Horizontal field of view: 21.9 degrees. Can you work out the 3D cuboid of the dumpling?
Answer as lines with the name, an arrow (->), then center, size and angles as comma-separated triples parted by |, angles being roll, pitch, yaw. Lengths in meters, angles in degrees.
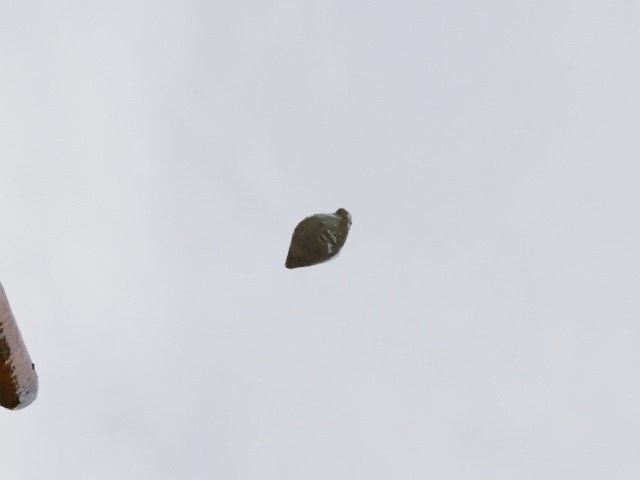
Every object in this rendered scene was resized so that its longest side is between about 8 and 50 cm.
dumpling -> -0.001, -0.002, 1.690 | 0.057, 0.076, 0.052 | -17, -93, 62

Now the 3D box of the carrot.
carrot -> -0.351, 0.101, 1.785 | 0.060, 0.060, 0.186 | 25, -44, 53
